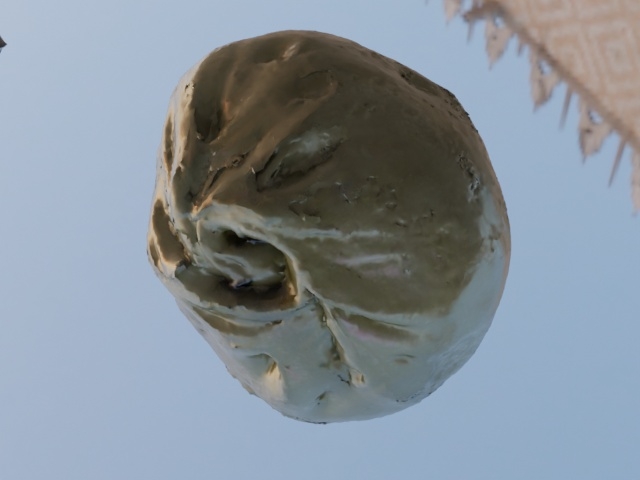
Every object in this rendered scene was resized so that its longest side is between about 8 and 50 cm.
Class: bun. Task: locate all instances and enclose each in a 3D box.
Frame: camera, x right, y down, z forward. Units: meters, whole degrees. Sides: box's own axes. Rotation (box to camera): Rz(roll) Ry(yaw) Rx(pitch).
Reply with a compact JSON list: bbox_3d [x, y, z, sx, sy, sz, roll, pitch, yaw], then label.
[{"bbox_3d":[0.000,0.000,1.219,0.326,0.361,0.234,2,-160,23],"label":"bun"}]

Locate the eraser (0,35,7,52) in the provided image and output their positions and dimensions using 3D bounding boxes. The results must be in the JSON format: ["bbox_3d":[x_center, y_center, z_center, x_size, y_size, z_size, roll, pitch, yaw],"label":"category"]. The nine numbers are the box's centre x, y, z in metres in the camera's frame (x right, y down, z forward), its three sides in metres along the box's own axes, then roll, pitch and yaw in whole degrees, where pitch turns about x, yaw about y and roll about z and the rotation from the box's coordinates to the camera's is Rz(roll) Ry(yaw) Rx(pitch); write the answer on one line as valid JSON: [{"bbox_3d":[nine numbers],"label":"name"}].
[{"bbox_3d":[-0.421,-0.253,0.979,0.213,0.082,0.396,-33,-87,-35],"label":"eraser"}]
